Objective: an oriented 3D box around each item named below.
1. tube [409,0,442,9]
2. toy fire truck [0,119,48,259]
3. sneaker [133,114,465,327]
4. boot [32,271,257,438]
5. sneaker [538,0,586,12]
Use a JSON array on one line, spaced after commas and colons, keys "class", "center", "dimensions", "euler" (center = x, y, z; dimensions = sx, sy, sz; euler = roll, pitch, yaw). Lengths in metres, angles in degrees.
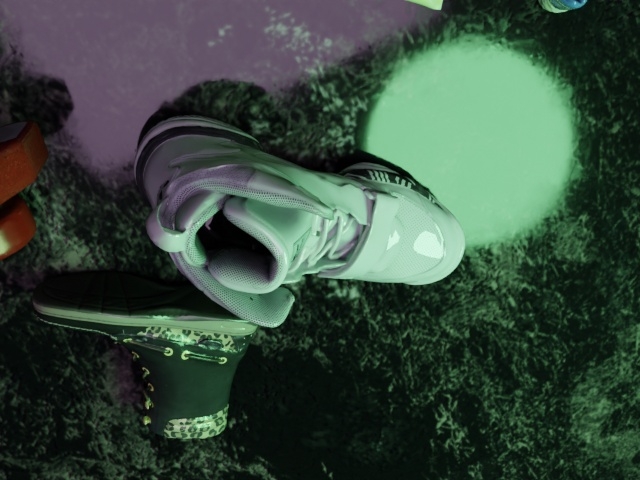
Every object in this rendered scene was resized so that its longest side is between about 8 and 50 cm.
[{"class": "tube", "center": [0.013, -0.270, 0.618], "dimensions": [0.240, 0.062, 0.070], "euler": [0, 159, -17]}, {"class": "toy fire truck", "center": [-0.380, -0.014, 0.541], "dimensions": [0.302, 0.254, 0.169], "euler": [-17, 118, -4]}, {"class": "sneaker", "center": [0.000, 0.000, 0.653], "dimensions": [0.366, 0.210, 0.137], "euler": [17, 111, -19]}, {"class": "boot", "center": [-0.196, 0.133, 0.748], "dimensions": [0.237, 0.085, 0.178], "euler": [7, 116, -16]}, {"class": "sneaker", "center": [0.233, -0.286, 0.652], "dimensions": [0.052, 0.058, 0.135], "euler": [-26, 117, 1]}]
